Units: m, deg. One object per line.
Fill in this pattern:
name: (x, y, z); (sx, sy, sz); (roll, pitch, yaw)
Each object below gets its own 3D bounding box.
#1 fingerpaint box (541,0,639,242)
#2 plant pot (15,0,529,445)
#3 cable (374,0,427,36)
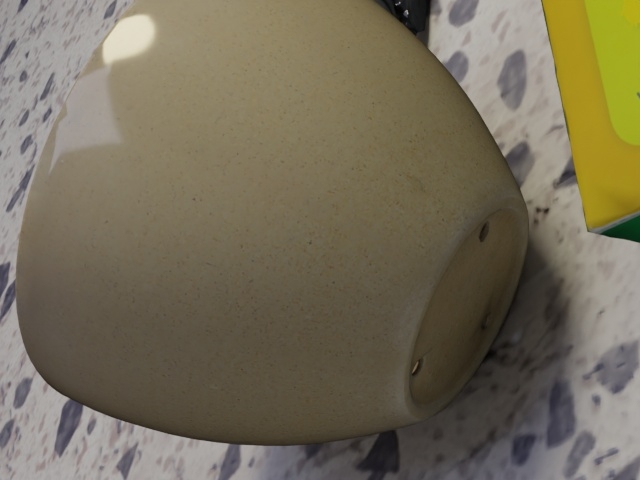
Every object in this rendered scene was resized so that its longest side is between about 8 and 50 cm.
fingerpaint box: (0.279, -0.235, 0.583); (0.445, 0.163, 0.371); (-28, 63, 43)
plant pot: (0.000, 0.000, 0.889); (0.191, 0.284, 0.284); (25, 88, 25)
cable: (0.015, -0.122, 1.144); (0.150, 0.047, 0.184); (-33, 42, 43)
